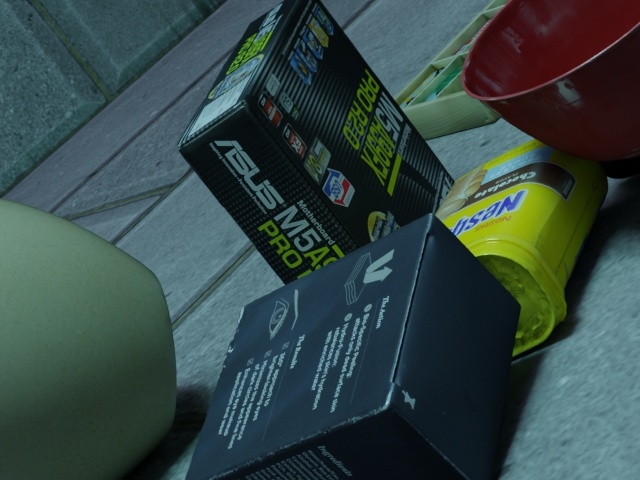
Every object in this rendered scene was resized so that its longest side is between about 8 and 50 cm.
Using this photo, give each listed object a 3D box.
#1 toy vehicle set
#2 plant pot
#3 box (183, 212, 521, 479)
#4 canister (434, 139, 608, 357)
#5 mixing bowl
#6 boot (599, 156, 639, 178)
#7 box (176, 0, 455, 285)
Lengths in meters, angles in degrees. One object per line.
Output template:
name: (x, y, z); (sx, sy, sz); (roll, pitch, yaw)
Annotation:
toy vehicle set: (0.182, -0.191, 1.643); (0.267, 0.035, 0.166); (-45, 17, -27)
plant pot: (-0.216, 0.094, 1.339); (0.191, 0.284, 0.284); (-5, 7, -17)
box: (0.021, 0.091, 1.021); (0.158, 0.093, 0.156); (-27, 30, 34)
canister: (0.114, 0.008, 1.143); (0.126, 0.073, 0.170); (-27, 16, 34)
mixing bowl: (0.190, -0.116, 1.124); (0.181, 0.098, 0.181); (-33, 23, 16)
boot: (0.228, -0.057, 1.144); (0.121, 0.045, 0.099); (-31, 22, 28)
box: (0.012, -0.049, 1.265); (0.060, 0.216, 0.270); (-33, 15, 22)
